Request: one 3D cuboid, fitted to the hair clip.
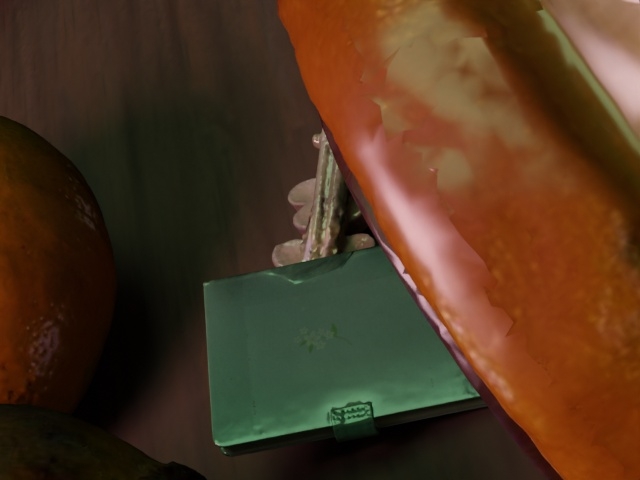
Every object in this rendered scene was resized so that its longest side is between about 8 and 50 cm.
[{"bbox_3d":[0.002,0.004,0.942,0.062,0.056,0.214,-3,57,20],"label":"hair clip"}]

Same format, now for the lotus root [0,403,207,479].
[{"bbox_3d":[-0.190,0.200,0.754,0.346,0.250,0.250,-22,39,19],"label":"lotus root"}]

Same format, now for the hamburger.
[{"bbox_3d":[0.165,-0.047,0.610,0.250,0.330,0.330,-37,35,17],"label":"hamburger"}]

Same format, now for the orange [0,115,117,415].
[{"bbox_3d":[-0.216,0.036,0.998,0.240,0.171,0.240,-29,46,34],"label":"orange"}]

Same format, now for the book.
[{"bbox_3d":[0.013,0.050,0.861,0.135,0.017,0.103,-12,53,7],"label":"book"}]
